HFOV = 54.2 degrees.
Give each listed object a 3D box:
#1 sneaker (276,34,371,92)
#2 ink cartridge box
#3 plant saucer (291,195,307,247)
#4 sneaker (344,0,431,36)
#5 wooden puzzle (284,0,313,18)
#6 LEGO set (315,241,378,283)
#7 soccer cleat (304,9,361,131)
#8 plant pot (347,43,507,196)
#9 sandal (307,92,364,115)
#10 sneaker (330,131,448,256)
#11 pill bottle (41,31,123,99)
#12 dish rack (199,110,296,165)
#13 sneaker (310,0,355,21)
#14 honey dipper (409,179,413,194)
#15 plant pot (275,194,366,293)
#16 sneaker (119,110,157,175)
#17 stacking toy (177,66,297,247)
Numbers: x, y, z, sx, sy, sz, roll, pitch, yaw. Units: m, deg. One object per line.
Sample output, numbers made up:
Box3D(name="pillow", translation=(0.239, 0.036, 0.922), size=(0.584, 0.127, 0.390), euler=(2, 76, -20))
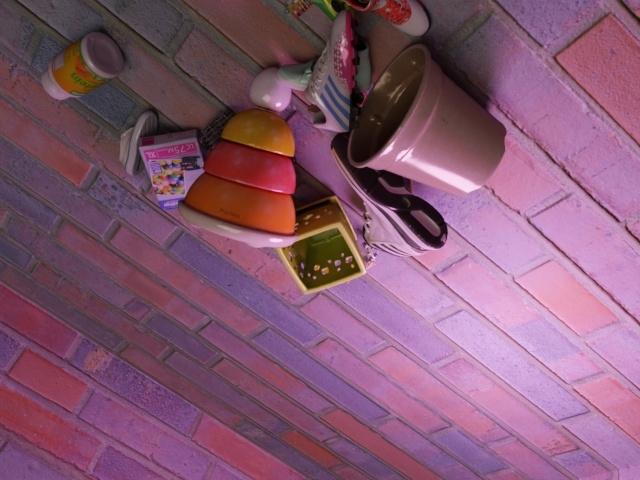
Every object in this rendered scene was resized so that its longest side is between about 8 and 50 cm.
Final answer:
Box3D(name="sneaker", translation=(0.008, -0.472, 1.625), size=(0.255, 0.094, 0.151), euler=(4, 140, 5))
Box3D(name="ink cartridge box", translation=(-0.459, -0.210, 2.045), size=(0.185, 0.065, 0.311), euler=(-10, 137, -2))
Box3D(name="plant saucer", translation=(-0.119, -0.053, 2.129), size=(0.240, 0.037, 0.241), euler=(11, 135, 11))
Box3D(name="sneaker", translation=(0.142, -0.552, 1.458), size=(0.270, 0.145, 0.090), euler=(41, 134, -18))
Box3D(name="wooden puzzle", translation=(-0.061, -0.599, 1.594), size=(0.083, 0.006, 0.049), euler=(-27, 118, 39))
Box3D(name="LEGO set", translation=(0.084, 0.077, 2.156), size=(0.286, 0.107, 0.132), euler=(-11, 93, 36))
Box3D(name="soccer cleat", translation=(0.025, -0.403, 1.541), size=(0.143, 0.116, 0.331), euler=(3, 137, 7))
Box3D(name="plant pot", translation=(0.285, -0.269, 1.582), size=(0.305, 0.334, 0.334), euler=(26, 138, -19))
Box3D(name="sandal", translation=(0.046, -0.382, 1.731), size=(0.180, 0.049, 0.072), euler=(-16, 137, 37))
Box3D(name="sneaker", translation=(0.148, -0.107, 1.875), size=(0.447, 0.169, 0.257), euler=(47, 145, -8))
Box3D(name="pill bottle", translation=(-0.714, -0.507, 1.854), size=(0.245, 0.136, 0.136), euler=(-16, 125, 33))
Box3D(name="dish rack", translation=(-0.234, -0.279, 1.934), size=(0.208, 0.074, 0.271), euler=(-27, 116, 37))
Box3D(name="sneaker", translation=(-0.032, -0.631, 1.502), size=(0.295, 0.110, 0.123), euler=(39, 160, -21))
Box3D(name="honey dipper", translation=(0.276, -0.136, 1.895), size=(0.030, 0.031, 0.161), euler=(4, 131, 19))
Box3D(name="plant pot", translation=(0.000, 0.000, 1.984), size=(0.228, 0.207, 0.227), euler=(-20, 125, 13))
Box3D(name="sneaker", translation=(-0.604, -0.325, 2.024), size=(0.091, 0.094, 0.258), euler=(40, 128, 9))
Box3D(name="stacking toy", translation=(-0.174, -0.242, 1.750), size=(0.350, 0.350, 0.481), euler=(18, 98, 4))
